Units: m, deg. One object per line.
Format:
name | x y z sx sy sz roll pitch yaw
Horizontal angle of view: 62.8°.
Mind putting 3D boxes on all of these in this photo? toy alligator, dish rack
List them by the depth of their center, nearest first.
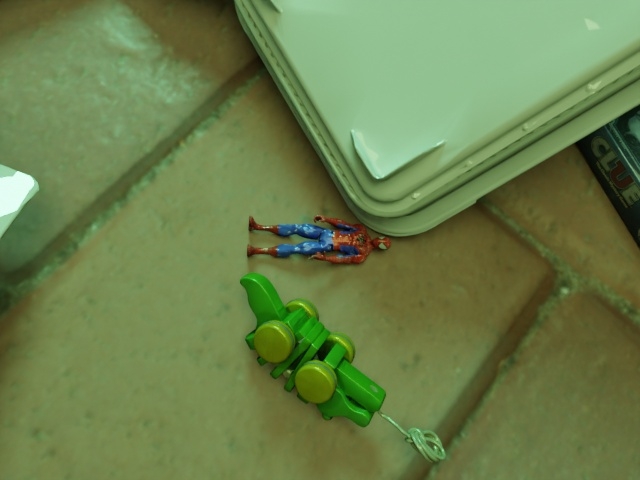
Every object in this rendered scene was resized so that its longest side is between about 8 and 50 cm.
dish rack | 0.096 -0.187 0.359 0.332 0.072 0.286 -32 84 22
toy alligator | 0.003 0.102 0.380 0.189 0.056 0.051 43 116 5

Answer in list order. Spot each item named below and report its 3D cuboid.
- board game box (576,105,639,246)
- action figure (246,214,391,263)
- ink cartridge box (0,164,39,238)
board game box | 0.358 -0.027 0.462 0.165 0.042 0.243 -24 78 -13
action figure | 0.000 0.000 0.418 0.115 0.030 0.038 3 70 -9
ink cartridge box | -0.353 -0.062 0.240 0.353 0.119 0.207 23 52 -11
